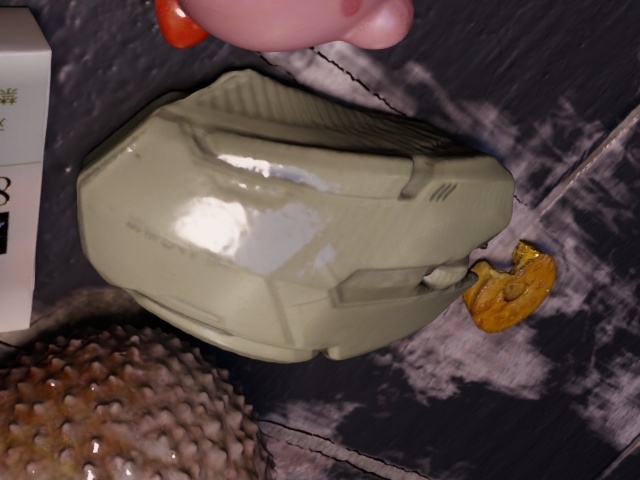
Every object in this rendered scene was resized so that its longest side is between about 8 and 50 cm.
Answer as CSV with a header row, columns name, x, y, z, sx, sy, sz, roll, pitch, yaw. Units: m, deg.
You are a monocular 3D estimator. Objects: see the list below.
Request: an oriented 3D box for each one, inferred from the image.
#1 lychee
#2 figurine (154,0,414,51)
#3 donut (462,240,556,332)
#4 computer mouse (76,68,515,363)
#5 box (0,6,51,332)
name,x,y,z,sx,sy,sz,roll,pitch,yaw
lychee,-0.166,0.209,0.885,0.300,0.300,0.300,-18,136,-19
figurine,-0.023,-0.199,0.670,0.173,0.173,0.173,-18,136,-19
donut,0.195,0.048,1.140,0.108,0.043,0.097,-19,136,-19
computer mouse,0.003,0.002,0.898,0.429,0.145,0.228,7,121,-38
box,-0.272,-0.036,0.737,0.155,0.067,0.243,-5,130,-28
